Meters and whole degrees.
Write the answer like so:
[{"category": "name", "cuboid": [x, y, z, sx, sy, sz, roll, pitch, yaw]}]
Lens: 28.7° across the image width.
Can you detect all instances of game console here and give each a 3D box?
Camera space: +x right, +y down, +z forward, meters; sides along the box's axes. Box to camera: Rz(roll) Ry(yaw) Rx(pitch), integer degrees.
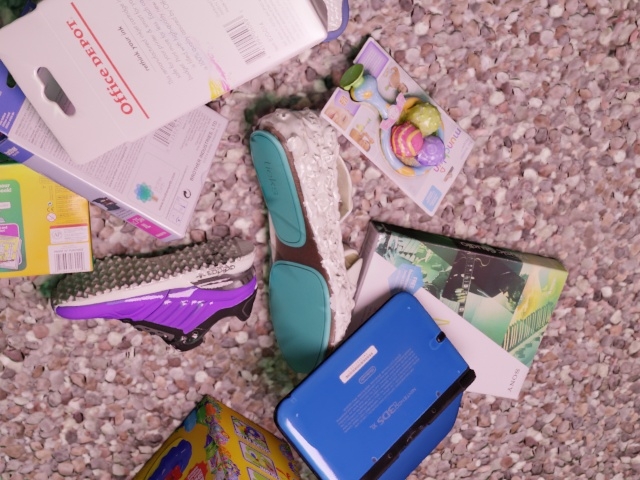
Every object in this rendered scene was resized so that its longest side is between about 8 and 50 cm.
[{"category": "game console", "cuboid": [0.072, 0.262, 1.824, 0.293, 0.173, 0.250, -41, 96, -29]}]

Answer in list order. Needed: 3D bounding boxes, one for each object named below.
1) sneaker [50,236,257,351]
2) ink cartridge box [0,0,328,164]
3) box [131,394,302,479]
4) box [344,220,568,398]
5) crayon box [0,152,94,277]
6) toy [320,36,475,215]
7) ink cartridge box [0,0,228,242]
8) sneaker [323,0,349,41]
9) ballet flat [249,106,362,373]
[{"category": "sneaker", "cuboid": [-0.227, 0.097, 1.766, 0.293, 0.102, 0.146, -10, 117, -10]}, {"category": "ink cartridge box", "cuboid": [-0.191, -0.262, 1.500, 0.353, 0.119, 0.207, -26, 115, 12]}, {"category": "box", "cuboid": [-0.171, 0.438, 1.840, 0.177, 0.279, 0.290, 36, 101, -26]}, {"category": "box", "cuboid": [0.192, 0.111, 1.906, 0.322, 0.058, 0.232, 10, 112, -20]}, {"category": "crayon box", "cuboid": [-0.446, -0.037, 1.659, 0.278, 0.081, 0.165, -4, 115, -12]}, {"category": "toy", "cuboid": [0.123, -0.156, 1.734, 0.237, 0.056, 0.137, 40, 72, -25]}, {"category": "ink cartridge box", "cuboid": [-0.283, -0.149, 1.609, 0.311, 0.065, 0.186, 31, 64, -27]}, {"category": "sneaker", "cuboid": [-0.038, -0.370, 1.575, 0.112, 0.131, 0.296, -37, 120, -10]}, {"category": "ballet flat", "cuboid": [0.000, 0.000, 1.771, 0.147, 0.147, 0.409, -11, 117, -9]}]
